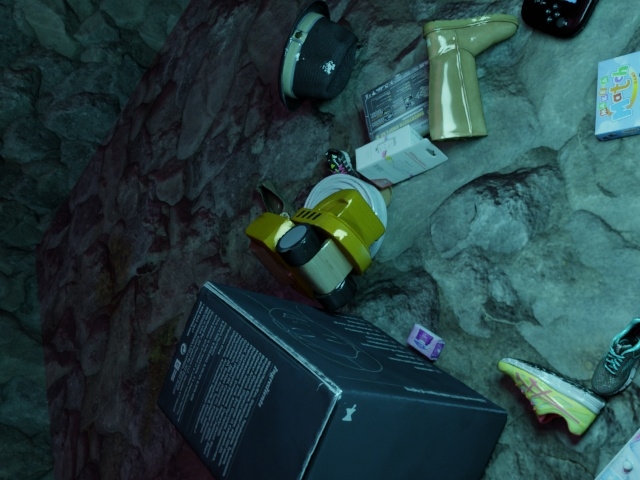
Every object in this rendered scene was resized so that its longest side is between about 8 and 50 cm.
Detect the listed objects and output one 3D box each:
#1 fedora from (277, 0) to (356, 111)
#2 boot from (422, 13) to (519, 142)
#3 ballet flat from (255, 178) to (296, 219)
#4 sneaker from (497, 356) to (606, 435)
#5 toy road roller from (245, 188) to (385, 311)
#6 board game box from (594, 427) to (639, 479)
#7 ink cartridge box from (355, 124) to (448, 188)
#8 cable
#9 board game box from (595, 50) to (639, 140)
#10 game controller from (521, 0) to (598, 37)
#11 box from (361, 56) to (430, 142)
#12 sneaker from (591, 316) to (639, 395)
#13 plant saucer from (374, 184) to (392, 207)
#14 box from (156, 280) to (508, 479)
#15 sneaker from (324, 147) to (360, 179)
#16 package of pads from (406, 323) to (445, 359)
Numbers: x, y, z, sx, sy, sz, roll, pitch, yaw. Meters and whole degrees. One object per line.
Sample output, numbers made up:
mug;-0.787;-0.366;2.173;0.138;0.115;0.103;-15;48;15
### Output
fedora;0.009;-0.517;1.882;0.152;0.334;0.334;20;90;15
boot;0.353;-0.370;1.502;0.089;0.236;0.269;68;-165;-87
ballet flat;-0.139;-0.111;1.976;0.084;0.058;0.250;-52;43;20
sneaker;0.405;0.282;1.192;0.208;0.081;0.094;26;96;49
toy road roller;0.000;0.000;1.536;0.240;0.202;0.329;-45;26;-16
board game box;0.559;0.489;0.958;0.390;0.050;0.390;-57;41;14
ink cartridge box;0.198;-0.209;1.591;0.198;0.115;0.067;-21;57;33
cable;0.057;-0.041;1.684;0.257;0.089;0.257;1;85;42
board game box;0.627;-0.283;1.215;0.211;0.039;0.160;-7;70;47
game controller;0.543;-0.592;1.362;0.166;0.067;0.319;39;117;36
box;0.224;-0.342;1.645;0.231;0.056;0.183;-26;56;27
sneaker;0.514;0.192;1.112;0.166;0.076;0.065;-58;40;13
plant saucer;0.157;-0.110;1.680;0.083;0.015;0.083;-21;60;42
box;0.015;0.333;1.295;0.472;0.480;0.297;26;96;50
sneaker;0.054;-0.191;1.782;0.063;0.075;0.170;-42;48;28
package of pads;0.233;0.224;1.444;0.083;0.032;0.050;32;100;49
